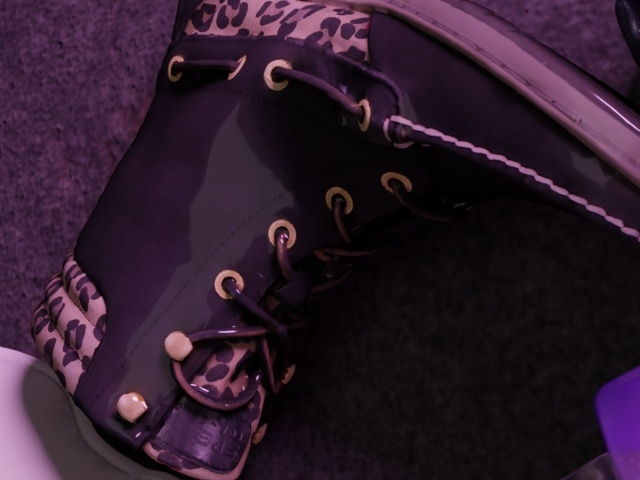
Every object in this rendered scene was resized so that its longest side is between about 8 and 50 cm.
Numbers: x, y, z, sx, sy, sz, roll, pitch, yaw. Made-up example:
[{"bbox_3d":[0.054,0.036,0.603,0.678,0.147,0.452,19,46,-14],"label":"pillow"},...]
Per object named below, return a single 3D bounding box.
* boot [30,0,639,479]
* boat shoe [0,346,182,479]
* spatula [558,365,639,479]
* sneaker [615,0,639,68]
[{"bbox_3d":[0.000,0.000,0.671,0.377,0.138,0.284,34,98,40],"label":"boot"},{"bbox_3d":[-0.153,0.166,0.756,0.319,0.116,0.099,25,136,33],"label":"boat shoe"},{"bbox_3d":[0.103,0.138,0.631,0.296,0.030,0.084,-32,64,25],"label":"spatula"},{"bbox_3d":[0.203,-0.060,0.533,0.094,0.153,0.235,-40,59,22],"label":"sneaker"}]
